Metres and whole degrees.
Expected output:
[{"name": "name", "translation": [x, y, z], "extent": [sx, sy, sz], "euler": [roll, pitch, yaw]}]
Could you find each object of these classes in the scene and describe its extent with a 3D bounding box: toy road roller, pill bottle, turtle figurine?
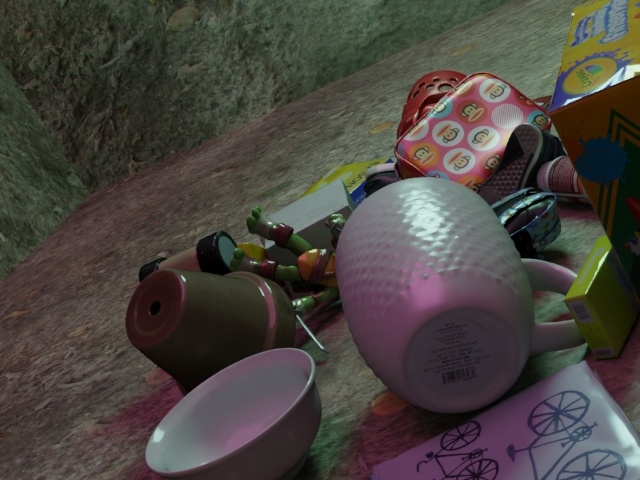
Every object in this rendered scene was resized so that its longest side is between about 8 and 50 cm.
[{"name": "toy road roller", "translation": [-0.205, 0.140, 2.277], "extent": [0.202, 0.240, 0.329], "euler": [-23, -18, 21]}, {"name": "pill bottle", "translation": [0.462, -0.111, 1.994], "extent": [0.086, 0.086, 0.152], "euler": [-37, 20, -19]}, {"name": "turtle figurine", "translation": [-0.035, 0.038, 2.088], "extent": [0.266, 0.198, 0.274], "euler": [19, 24, 13]}]

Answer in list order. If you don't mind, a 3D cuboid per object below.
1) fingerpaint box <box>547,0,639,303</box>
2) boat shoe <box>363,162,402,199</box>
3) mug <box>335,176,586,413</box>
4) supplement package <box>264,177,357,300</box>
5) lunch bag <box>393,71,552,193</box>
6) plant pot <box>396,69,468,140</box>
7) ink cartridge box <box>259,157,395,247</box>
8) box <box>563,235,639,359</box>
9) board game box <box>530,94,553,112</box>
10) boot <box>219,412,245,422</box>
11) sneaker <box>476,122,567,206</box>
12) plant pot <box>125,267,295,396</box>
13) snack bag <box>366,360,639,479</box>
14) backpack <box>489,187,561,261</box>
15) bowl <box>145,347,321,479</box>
[{"name": "fingerpaint box", "translation": [0.488, -0.138, 1.571], "extent": [0.163, 0.371, 0.445], "euler": [-21, 19, 26]}, {"name": "boat shoe", "translation": [0.239, -0.119, 2.365], "extent": [0.302, 0.114, 0.091], "euler": [-10, 64, 27]}, {"name": "mug", "translation": [0.220, 0.092, 1.614], "extent": [0.374, 0.276, 0.328], "euler": [0, 24, -5]}, {"name": "supplement package", "translation": [0.000, 0.000, 2.316], "extent": [0.194, 0.149, 0.203], "euler": [-27, 18, 6]}, {"name": "lunch bag", "translation": [0.294, -0.203, 2.240], "extent": [0.293, 0.120, 0.258], "euler": [-41, 61, -15]}, {"name": "plant pot", "translation": [0.265, -0.256, 2.440], "extent": [0.191, 0.191, 0.174], "euler": [-18, 25, 33]}, {"name": "ink cartridge box", "translation": [0.044, -0.088, 2.621], "extent": [0.303, 0.072, 0.307], "euler": [-42, 19, -33]}, {"name": "box", "translation": [0.409, 0.071, 1.559], "extent": [0.042, 0.109, 0.178], "euler": [-16, 23, 42]}, {"name": "board game box", "translation": [0.415, -0.242, 2.512], "extent": [0.281, 0.027, 0.145], "euler": [-42, 22, -31]}, {"name": "boot", "translation": [-0.194, 0.318, 1.915], "extent": [0.198, 0.077, 0.137], "euler": [-22, 15, 20]}, {"name": "sneaker", "translation": [0.386, -0.108, 2.120], "extent": [0.163, 0.086, 0.226], "euler": [6, -63, -56]}, {"name": "plant pot", "translation": [-0.210, 0.154, 1.952], "extent": [0.263, 0.229, 0.263], "euler": [-19, 57, 32]}, {"name": "snack bag", "translation": [0.227, 0.296, 1.365], "extent": [0.342, 0.037, 0.323], "euler": [-28, 18, 5]}, {"name": "backpack", "translation": [0.331, -0.010, 1.881], "extent": [0.173, 0.117, 0.158], "euler": [-35, 18, -11]}, {"name": "bowl", "translation": [-0.110, 0.307, 1.705], "extent": [0.298, 0.134, 0.298], "euler": [-27, 18, 9]}]
